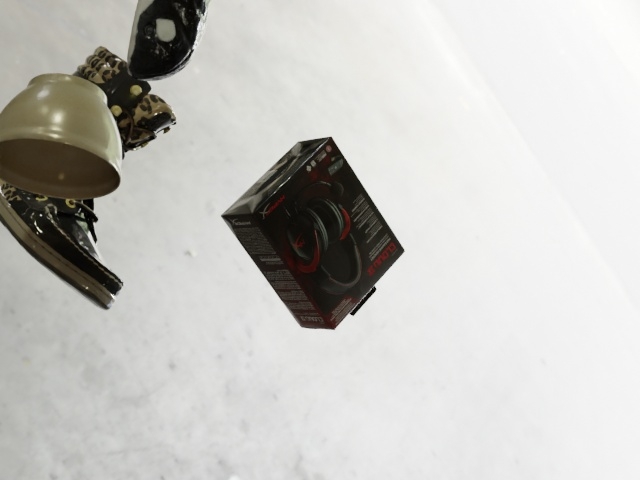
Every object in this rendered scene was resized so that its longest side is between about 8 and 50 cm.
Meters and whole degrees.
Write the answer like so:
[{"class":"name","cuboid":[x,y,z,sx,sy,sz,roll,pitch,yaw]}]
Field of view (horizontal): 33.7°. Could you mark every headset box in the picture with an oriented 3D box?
[{"class":"headset box","cuboid":[0.000,0.000,1.857,0.218,0.110,0.293,-45,114,-27]}]

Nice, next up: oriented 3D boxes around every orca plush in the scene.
[{"class":"orca plush","cuboid":[-0.117,-0.287,1.136,0.102,0.151,0.287,13,51,4]}]

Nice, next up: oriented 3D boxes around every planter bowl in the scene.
[{"class":"planter bowl","cuboid":[-0.312,-0.131,1.269,0.162,0.162,0.109,28,58,-43]}]

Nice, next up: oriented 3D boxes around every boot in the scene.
[{"class":"boot","cuboid":[-0.323,-0.101,1.500,0.377,0.284,0.138,41,-10,36]}]
